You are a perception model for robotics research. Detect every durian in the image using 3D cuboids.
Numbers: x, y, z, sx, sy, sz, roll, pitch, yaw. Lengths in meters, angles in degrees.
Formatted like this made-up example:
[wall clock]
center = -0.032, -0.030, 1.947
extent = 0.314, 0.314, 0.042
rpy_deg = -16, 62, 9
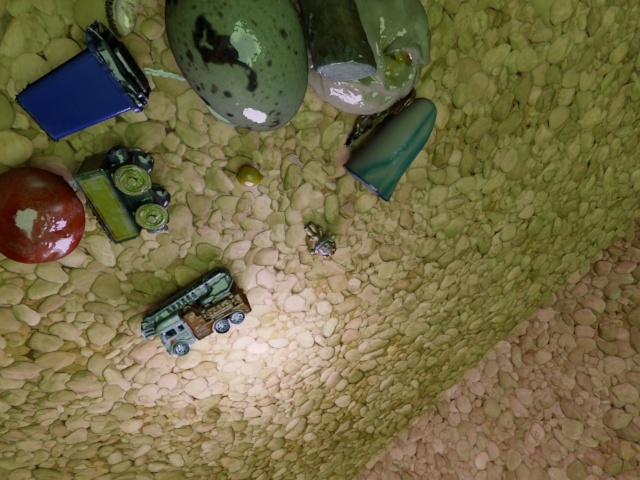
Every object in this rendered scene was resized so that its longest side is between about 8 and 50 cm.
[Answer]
[durian]
center = -0.432, -0.512, 0.875
extent = 0.066, 0.052, 0.130
rpy_deg = 17, 105, -29

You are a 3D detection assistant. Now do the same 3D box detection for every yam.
[yam]
center = 0.014, -0.499, 0.871
extent = 0.133, 0.133, 0.330
rpy_deg = -17, 88, -13

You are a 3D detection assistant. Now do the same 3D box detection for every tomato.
[tomato]
center = -0.690, -0.059, 0.950
extent = 0.232, 0.188, 0.231
rpy_deg = 4, 108, 13

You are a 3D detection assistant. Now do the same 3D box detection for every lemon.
[lemon]
center = -0.208, -0.188, 1.182
extent = 0.083, 0.062, 0.062
rpy_deg = -1, 121, -24

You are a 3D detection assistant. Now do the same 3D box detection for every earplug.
[earplug]
center = 0.239, -0.300, 1.246
extent = 0.185, 0.185, 0.324
rpy_deg = 33, 99, -36

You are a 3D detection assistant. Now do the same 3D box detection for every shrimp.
[shrimp]
center = 0.167, -0.374, 1.198
extent = 0.262, 0.117, 0.066
rpy_deg = -44, 115, 12

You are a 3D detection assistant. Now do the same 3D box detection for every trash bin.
[trash bin]
center = -0.522, -0.342, 0.886
extent = 0.235, 0.162, 0.184
rpy_deg = -27, 128, 1

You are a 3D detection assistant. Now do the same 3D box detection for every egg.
[egg]
center = -0.174, -0.426, 0.902
extent = 0.288, 0.287, 0.379
rpy_deg = -31, 138, -3

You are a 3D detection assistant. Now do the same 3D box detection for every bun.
[bun]
center = 0.127, -0.498, 1.031
extent = 0.366, 0.219, 0.364
rpy_deg = -11, 121, -19

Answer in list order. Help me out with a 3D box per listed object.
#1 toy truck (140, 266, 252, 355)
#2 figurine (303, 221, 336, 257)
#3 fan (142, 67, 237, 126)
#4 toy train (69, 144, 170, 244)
[toy truck]
center = -0.417, 0.236, 1.326
extent = 0.339, 0.133, 0.184
rpy_deg = -29, 118, -8
[figurine]
center = -0.005, 0.002, 1.400
extent = 0.143, 0.068, 0.101
rpy_deg = 25, 105, -21
[fan]
center = -0.282, -0.402, 1.041
extent = 0.329, 0.009, 0.190
rpy_deg = 5, 119, -27
[toy train]
center = -0.504, -0.120, 1.053
extent = 0.178, 0.134, 0.260
rpy_deg = -17, 127, -5
